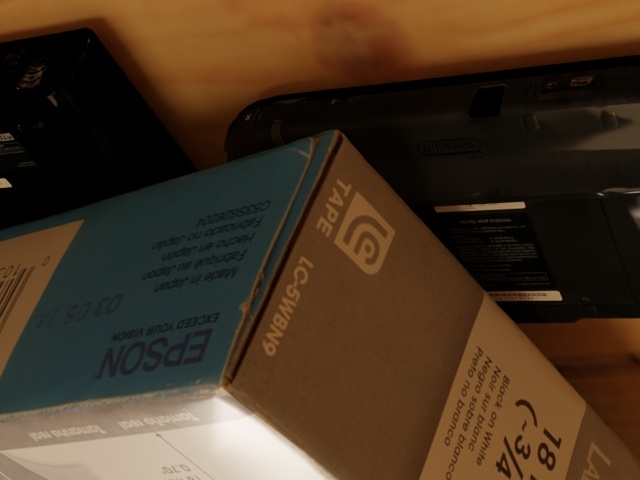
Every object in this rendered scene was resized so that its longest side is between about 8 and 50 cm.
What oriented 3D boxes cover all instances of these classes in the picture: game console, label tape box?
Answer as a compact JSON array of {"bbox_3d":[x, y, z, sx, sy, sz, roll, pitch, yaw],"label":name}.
[{"bbox_3d":[0.000,0.000,0.533,0.361,0.044,0.213,-2,139,33],"label":"game console"},{"bbox_3d":[0.003,0.120,0.565,0.240,0.106,0.333,-13,134,42],"label":"label tape box"}]
